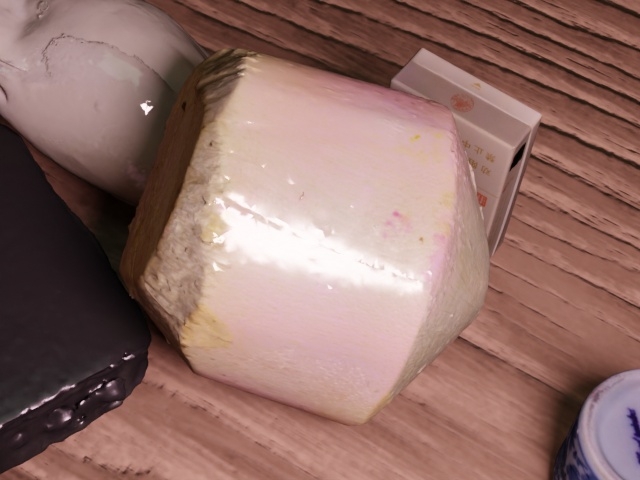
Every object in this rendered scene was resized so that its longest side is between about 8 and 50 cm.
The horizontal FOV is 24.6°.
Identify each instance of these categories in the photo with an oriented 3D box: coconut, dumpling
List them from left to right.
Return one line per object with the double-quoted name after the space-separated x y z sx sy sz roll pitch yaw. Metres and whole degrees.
-0.183 -0.159 1.468 0.341 0.181 0.260 15 34 5 "dumpling"
0.000 0.000 1.285 0.309 0.297 0.298 20 50 -16 "coconut"

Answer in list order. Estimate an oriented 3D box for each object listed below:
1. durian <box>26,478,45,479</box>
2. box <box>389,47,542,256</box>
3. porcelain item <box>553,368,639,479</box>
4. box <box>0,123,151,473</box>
-0.232 0.262 1.153 0.158 0.168 0.137 6 32 -24 "durian"
0.124 -0.073 1.417 0.141 0.201 0.058 31 55 18 "box"
0.283 0.199 1.282 0.147 0.114 0.147 5 52 -6 "porcelain item"
-0.369 0.070 1.320 0.359 0.091 0.350 -28 60 -24 "box"
